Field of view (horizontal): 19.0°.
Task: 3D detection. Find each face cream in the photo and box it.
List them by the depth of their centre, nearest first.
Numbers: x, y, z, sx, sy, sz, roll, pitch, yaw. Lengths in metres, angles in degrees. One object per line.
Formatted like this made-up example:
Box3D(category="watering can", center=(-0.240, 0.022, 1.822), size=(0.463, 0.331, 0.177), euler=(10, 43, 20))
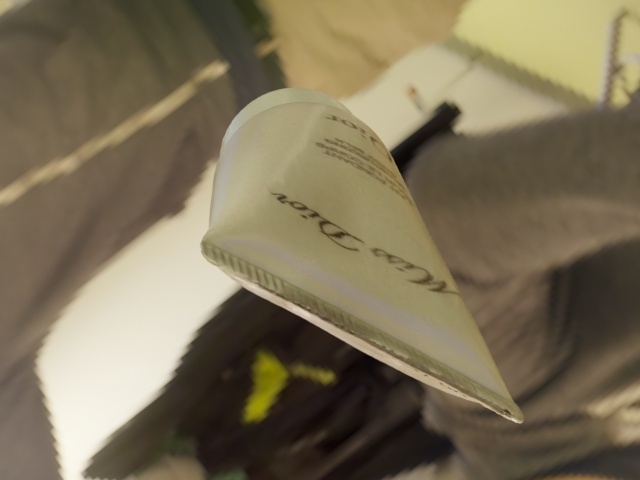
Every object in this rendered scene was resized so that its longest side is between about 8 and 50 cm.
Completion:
Box3D(category="face cream", center=(0.000, 0.000, 0.864), size=(0.143, 0.089, 0.314), euler=(29, -168, -13))
